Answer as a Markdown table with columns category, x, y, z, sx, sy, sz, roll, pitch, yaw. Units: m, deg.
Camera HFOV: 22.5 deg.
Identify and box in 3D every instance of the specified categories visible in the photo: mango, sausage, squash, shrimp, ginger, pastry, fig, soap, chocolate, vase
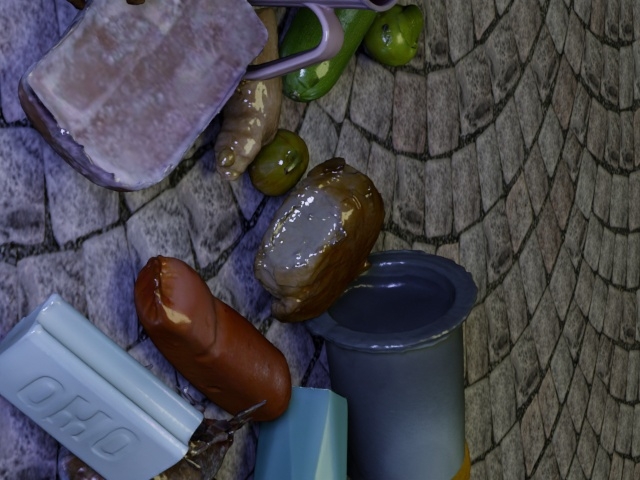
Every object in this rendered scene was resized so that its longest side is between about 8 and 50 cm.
| category | x | y | z | sx | sy | sz | roll | pitch | yaw |
| --- | --- | --- | --- | --- | --- | --- | --- | --- | --- |
| mango | 0.108 | -0.301 | 2.346 | 0.165 | 0.074 | 0.091 | -38 | 122 | -70 |
| sausage | -0.129 | 0.125 | 1.906 | 0.348 | 0.094 | 0.097 | 48 | 31 | -52 |
| squash | 0.034 | -0.323 | 2.169 | 0.379 | 0.101 | 0.101 | -59 | 142 | -36 |
| shrimp | -0.170 | 0.226 | 1.801 | 0.343 | 0.145 | 0.116 | -17 | 135 | -58 |
| ginger | -0.085 | -0.178 | 1.980 | 0.137 | 0.074 | 0.213 | 1 | 87 | -61 |
| pastry | 0.000 | 0.000 | 2.080 | 0.218 | 0.100 | 0.229 | -26 | 147 | -55 |
| fig | -0.046 | -0.102 | 2.038 | 0.084 | 0.098 | 0.082 | -32 | 105 | -35 |
| soap | -0.229 | 0.155 | 1.604 | 0.198 | 0.119 | 0.066 | 42 | 42 | -14 |
| chocolate | -0.192 | -0.182 | 1.703 | 0.185 | 0.100 | 0.303 | 43 | 55 | -14 |
| vase | 0.109 | 0.191 | 2.249 | 0.245 | 0.245 | 0.291 | -52 | 143 | -48 |

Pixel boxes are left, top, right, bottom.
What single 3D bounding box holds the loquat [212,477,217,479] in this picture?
| category | x | y | z | sx | sy | sz | roll | pitch | yaw |
| --- | --- | --- | --- | --- | --- | --- | --- | --- | --- |
| loquat | -0.103 | 0.397 | 1.819 | 0.275 | 0.275 | 0.275 | -11 | 102 | -62 |

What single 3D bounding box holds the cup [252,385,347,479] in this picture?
| category | x | y | z | sx | sy | sz | roll | pitch | yaw |
| --- | --- | --- | --- | --- | --- | --- | --- | --- | --- |
| cup | -0.025 | 0.311 | 2.081 | 0.134 | 0.148 | 0.236 | 36 | 56 | -62 |

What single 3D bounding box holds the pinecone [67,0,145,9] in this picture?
| category | x | y | z | sx | sy | sz | roll | pitch | yaw |
| --- | --- | --- | --- | --- | --- | --- | --- | --- | --- |
| pinecone | -0.190 | -0.338 | 1.566 | 0.244 | 0.309 | 0.244 | 14 | 90 | -88 |

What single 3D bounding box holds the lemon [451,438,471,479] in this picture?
| category | x | y | z | sx | sy | sz | roll | pitch | yaw |
| --- | --- | --- | --- | --- | --- | --- | --- | --- | --- |
| lemon | 0.156 | 0.346 | 2.426 | 0.142 | 0.142 | 0.187 | -8 | 105 | -62 |

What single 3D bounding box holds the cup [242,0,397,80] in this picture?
| category | x | y | z | sx | sy | sz | roll | pitch | yaw |
| --- | --- | --- | --- | --- | --- | --- | --- | --- | --- |
| cup | -0.036 | -0.344 | 1.841 | 0.208 | 0.273 | 0.288 | -51 | 136 | -49 |
